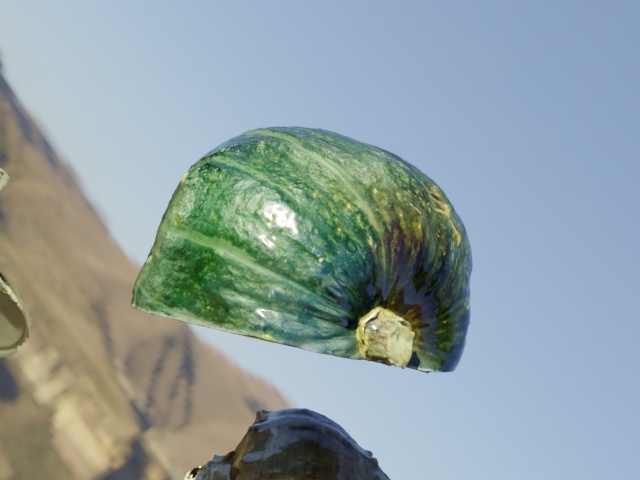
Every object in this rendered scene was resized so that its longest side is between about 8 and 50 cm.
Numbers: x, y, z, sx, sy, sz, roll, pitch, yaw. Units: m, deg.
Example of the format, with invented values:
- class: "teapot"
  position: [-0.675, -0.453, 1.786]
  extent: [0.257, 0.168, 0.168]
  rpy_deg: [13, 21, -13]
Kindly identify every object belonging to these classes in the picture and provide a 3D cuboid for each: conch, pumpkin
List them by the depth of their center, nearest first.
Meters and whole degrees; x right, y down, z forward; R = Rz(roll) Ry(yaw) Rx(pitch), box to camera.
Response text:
- class: "pumpkin"
  position: [0.000, 0.000, 1.728]
  extent: [0.293, 0.196, 0.263]
  rpy_deg: [9, 4, -45]
- class: "conch"
  position: [-0.018, 0.251, 1.869]
  extent: [0.210, 0.291, 0.159]
  rpy_deg: [-49, 128, -55]

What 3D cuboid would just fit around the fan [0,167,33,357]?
- class: "fan"
  position: [-0.432, 0.014, 2.326]
  extent: [0.233, 0.012, 0.414]
  rpy_deg: [35, -35, 3]
